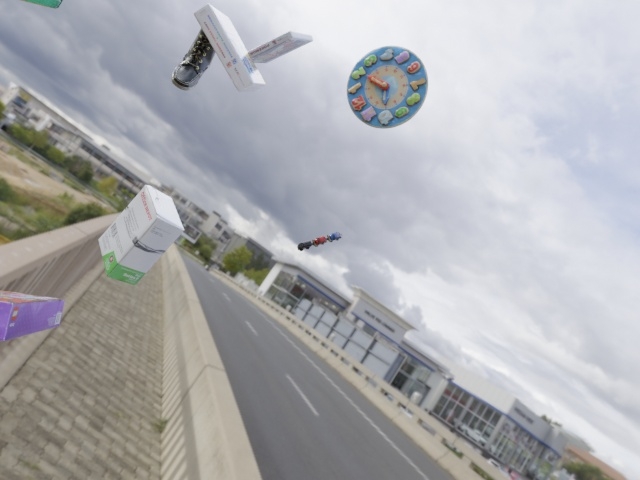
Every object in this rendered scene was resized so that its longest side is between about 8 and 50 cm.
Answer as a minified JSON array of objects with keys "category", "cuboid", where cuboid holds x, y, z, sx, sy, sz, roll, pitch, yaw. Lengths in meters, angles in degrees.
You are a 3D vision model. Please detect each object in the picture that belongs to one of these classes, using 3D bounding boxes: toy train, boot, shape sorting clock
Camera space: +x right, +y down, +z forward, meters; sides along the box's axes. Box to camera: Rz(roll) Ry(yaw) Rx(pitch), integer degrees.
[{"category":"toy train","cuboid":[0.000,0.000,1.508,0.036,0.158,0.027,118,-48,-63]},{"category":"boot","cuboid":[-0.398,-0.613,1.529,0.085,0.236,0.178,31,-43,-13]},{"category":"shape sorting clock","cuboid":[0.164,-0.383,1.170,0.206,0.206,0.040,32,13,18]}]

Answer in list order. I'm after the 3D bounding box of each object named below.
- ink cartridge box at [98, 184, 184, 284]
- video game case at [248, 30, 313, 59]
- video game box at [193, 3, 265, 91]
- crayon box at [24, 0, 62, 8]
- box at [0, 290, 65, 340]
[{"category":"ink cartridge box","cuboid":[-0.638,-0.020,1.666,0.121,0.289,0.211,32,17,-47]},{"category":"video game case","cuboid":[-0.134,-0.592,1.448,0.023,0.183,0.201,69,23,-12]},{"category":"video game box","cuboid":[-0.207,-0.447,1.115,0.187,0.048,0.205,58,11,-14]},{"category":"crayon box","cuboid":[-0.492,-0.420,0.618,0.165,0.081,0.278,45,22,0]},{"category":"box","cuboid":[-0.555,0.107,0.747,0.200,0.057,0.293,10,-9,-15]}]
